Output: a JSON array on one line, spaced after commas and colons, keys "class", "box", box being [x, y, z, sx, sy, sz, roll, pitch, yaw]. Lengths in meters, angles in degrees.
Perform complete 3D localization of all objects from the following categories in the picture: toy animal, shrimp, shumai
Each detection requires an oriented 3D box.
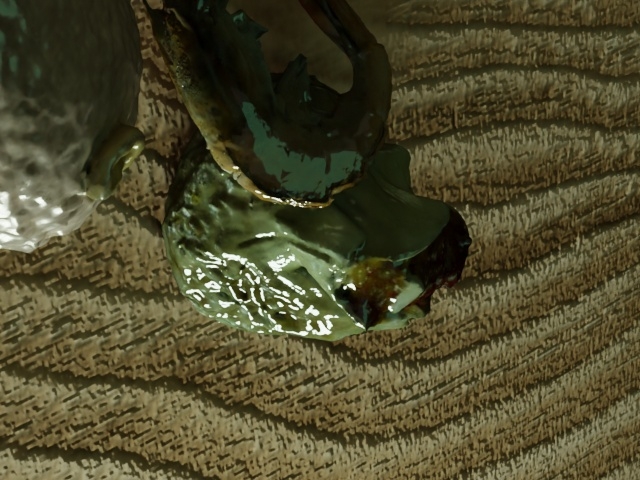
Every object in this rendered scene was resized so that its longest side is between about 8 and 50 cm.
[{"class": "toy animal", "box": [-0.214, -0.126, 0.991, 0.188, 0.226, 0.358, -16, 142, 2]}, {"class": "shrimp", "box": [-0.034, -0.147, 1.210, 0.173, 0.058, 0.253, -21, 92, -13]}, {"class": "shumai", "box": [-0.001, -0.001, 1.304, 0.189, 0.218, 0.256, -34, 134, -32]}]
